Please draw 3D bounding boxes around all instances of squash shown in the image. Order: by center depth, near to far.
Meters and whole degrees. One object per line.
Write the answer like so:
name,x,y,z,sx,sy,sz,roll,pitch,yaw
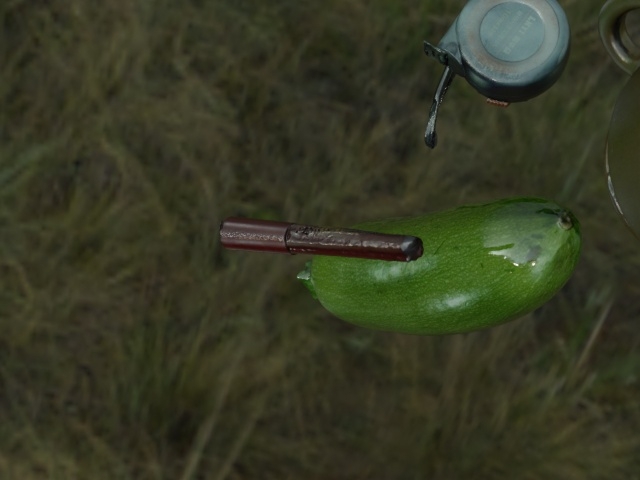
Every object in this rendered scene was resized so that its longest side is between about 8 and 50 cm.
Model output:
squash,0.088,0.026,1.429,0.107,0.395,0.107,2,85,-28

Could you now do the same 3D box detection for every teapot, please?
teapot,0.289,-0.071,1.293,0.185,0.175,0.268,-33,97,-27

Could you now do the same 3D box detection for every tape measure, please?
tape measure,0.152,-0.141,1.462,0.107,0.180,0.104,34,64,14

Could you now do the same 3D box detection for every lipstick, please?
lipstick,0.000,0.000,1.235,0.176,0.027,0.027,5,36,38
